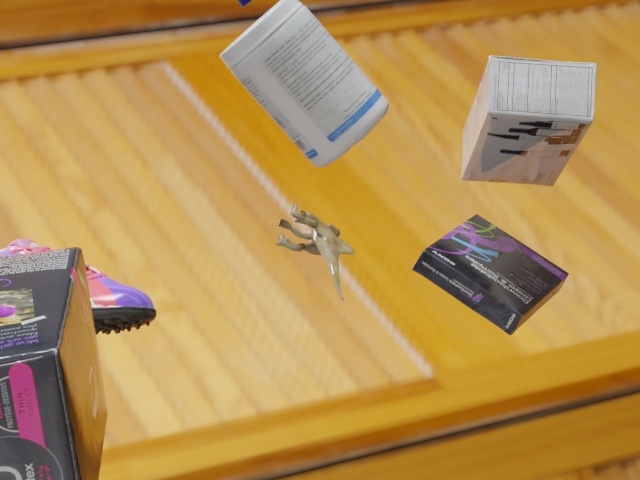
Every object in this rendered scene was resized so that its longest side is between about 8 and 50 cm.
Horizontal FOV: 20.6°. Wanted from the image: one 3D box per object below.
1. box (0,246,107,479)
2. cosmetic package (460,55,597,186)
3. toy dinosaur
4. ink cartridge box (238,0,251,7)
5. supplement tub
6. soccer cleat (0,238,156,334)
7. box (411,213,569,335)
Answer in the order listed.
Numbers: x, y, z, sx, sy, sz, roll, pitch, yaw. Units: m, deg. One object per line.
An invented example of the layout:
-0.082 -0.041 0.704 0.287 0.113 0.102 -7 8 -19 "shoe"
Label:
-0.259 0.126 1.441 0.270 0.143 0.165 -102 5 -72 "box"
0.192 -0.108 1.670 0.239 0.098 0.060 93 -177 -78 "cosmetic package"
0.000 0.000 2.066 0.053 0.092 0.183 -62 12 18 "toy dinosaur"
-0.121 -0.455 2.048 0.371 0.175 0.069 52 -176 -29 "ink cartridge box"
-0.010 -0.110 1.227 0.107 0.071 0.071 49 154 -8 "supplement tub"
-0.343 0.053 2.203 0.318 0.108 0.116 2 80 30 "soccer cleat"
0.169 0.031 1.731 0.116 0.162 0.029 34 116 12 "box"
